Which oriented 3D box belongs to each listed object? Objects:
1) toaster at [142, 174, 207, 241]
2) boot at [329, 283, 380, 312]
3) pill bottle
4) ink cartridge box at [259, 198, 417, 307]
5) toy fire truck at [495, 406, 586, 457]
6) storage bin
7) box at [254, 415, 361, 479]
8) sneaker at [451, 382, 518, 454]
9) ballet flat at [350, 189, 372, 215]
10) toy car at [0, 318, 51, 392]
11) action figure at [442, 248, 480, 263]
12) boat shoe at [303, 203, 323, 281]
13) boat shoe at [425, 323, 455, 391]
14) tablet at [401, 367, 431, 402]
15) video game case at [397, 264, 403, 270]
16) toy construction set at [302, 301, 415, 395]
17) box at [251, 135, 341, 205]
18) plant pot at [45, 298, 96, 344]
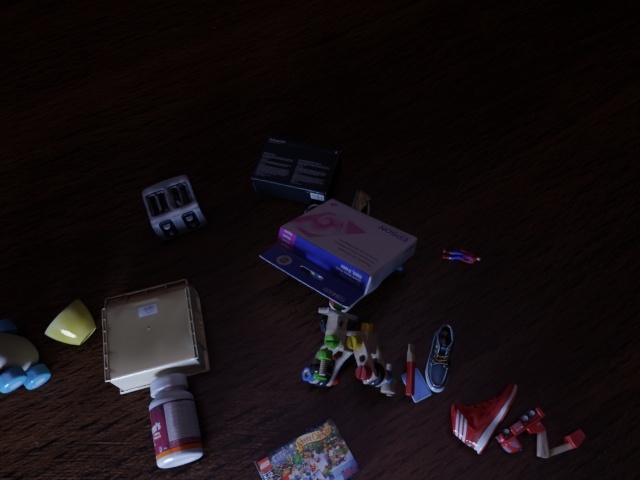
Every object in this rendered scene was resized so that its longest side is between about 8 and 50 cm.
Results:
[{"bbox_3d":[-0.484,-0.114,1.726,0.168,0.110,0.185,-21,63,-8],"label":"toaster"},{"bbox_3d":[0.120,0.096,1.538,0.088,0.176,0.244,39,70,23],"label":"boot"},{"bbox_3d":[-0.394,0.483,1.400,0.121,0.121,0.221,-17,62,-5],"label":"pill bottle"},{"bbox_3d":[0.053,0.017,1.478,0.324,0.071,0.330,28,40,29],"label":"ink cartridge box"},{"bbox_3d":[0.574,0.516,1.360,0.192,0.047,0.135,-30,66,-11],"label":"toy fire truck"},{"bbox_3d":[-0.483,0.275,1.516,0.262,0.123,0.260,-14,62,-3],"label":"storage bin"},{"bbox_3d":[-0.034,0.593,1.361,0.233,0.044,0.159,-28,64,-11],"label":"box"},{"bbox_3d":[0.431,0.444,1.388,0.128,0.087,0.221,29,55,28],"label":"sneaker"},{"bbox_3d":[0.118,-0.071,1.690,0.067,0.073,0.206,23,69,-1],"label":"ballet flat"},{"bbox_3d":[-0.947,0.377,1.461,0.238,0.210,0.219,-43,79,-4],"label":"toy car"},{"bbox_3d":[0.443,0.050,1.626,0.115,0.030,0.038,10,58,6],"label":"action figure"},{"bbox_3d":[0.000,0.000,1.643,0.114,0.091,0.302,-12,62,-2],"label":"boat shoe"},{"bbox_3d":[0.335,0.326,1.455,0.065,0.083,0.183,9,63,9],"label":"boat shoe"},{"bbox_3d":[0.269,0.407,1.461,0.054,0.006,0.083,-23,64,-9],"label":"tablet"},{"bbox_3d":[0.176,0.028,1.593,0.119,0.015,0.166,12,31,-20],"label":"video game case"},{"bbox_3d":[0.113,0.282,1.412,0.309,0.257,0.237,14,66,-15],"label":"toy construction set"},{"bbox_3d":[-0.077,-0.234,1.766,0.261,0.103,0.184,14,67,11],"label":"box"},{"bbox_3d":[-0.732,0.256,1.548,0.095,0.134,0.134,40,70,-5],"label":"plant pot"}]
